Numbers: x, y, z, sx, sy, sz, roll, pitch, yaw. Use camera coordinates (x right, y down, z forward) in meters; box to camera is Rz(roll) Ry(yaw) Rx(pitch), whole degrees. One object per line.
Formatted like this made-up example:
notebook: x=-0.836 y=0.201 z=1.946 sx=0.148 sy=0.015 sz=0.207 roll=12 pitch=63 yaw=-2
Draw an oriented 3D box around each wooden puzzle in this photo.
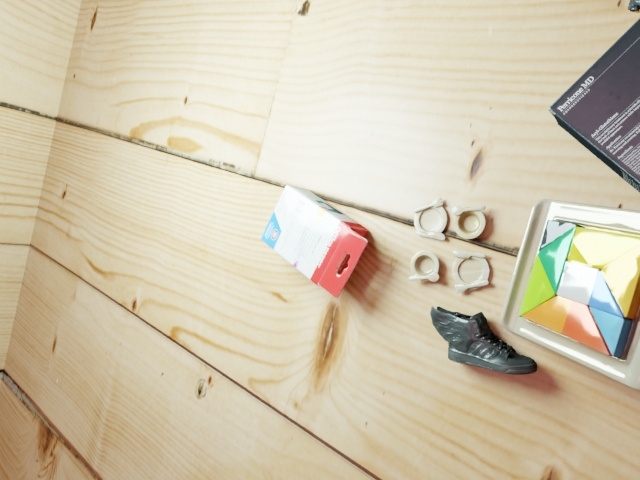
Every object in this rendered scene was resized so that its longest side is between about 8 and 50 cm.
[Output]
wooden puzzle: x=0.371 y=0.059 z=0.670 sx=0.238 sy=0.044 sz=0.221 roll=23 pitch=100 yaw=59

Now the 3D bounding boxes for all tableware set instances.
tableware set: x=0.224 y=0.007 z=0.841 sx=0.141 sy=0.020 sz=0.169 roll=0 pitch=86 yaw=36

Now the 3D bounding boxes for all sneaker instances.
sneaker: x=0.262 y=0.159 z=0.782 sx=0.170 sy=0.051 sz=0.089 roll=2 pitch=92 yaw=39

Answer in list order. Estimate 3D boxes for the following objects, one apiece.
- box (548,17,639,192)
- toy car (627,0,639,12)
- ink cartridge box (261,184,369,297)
box: x=0.476 y=-0.208 z=0.630 sx=0.261 sy=0.103 sz=0.184 roll=-48 pitch=65 yaw=23
toy car: x=0.476 y=-0.379 z=0.681 sx=0.060 sy=0.040 sz=0.122 roll=1 pitch=89 yaw=57
ink cartridge box: x=0.000 y=0.000 z=0.967 sx=0.231 sy=0.078 sz=0.134 roll=37 pitch=108 yaw=32
